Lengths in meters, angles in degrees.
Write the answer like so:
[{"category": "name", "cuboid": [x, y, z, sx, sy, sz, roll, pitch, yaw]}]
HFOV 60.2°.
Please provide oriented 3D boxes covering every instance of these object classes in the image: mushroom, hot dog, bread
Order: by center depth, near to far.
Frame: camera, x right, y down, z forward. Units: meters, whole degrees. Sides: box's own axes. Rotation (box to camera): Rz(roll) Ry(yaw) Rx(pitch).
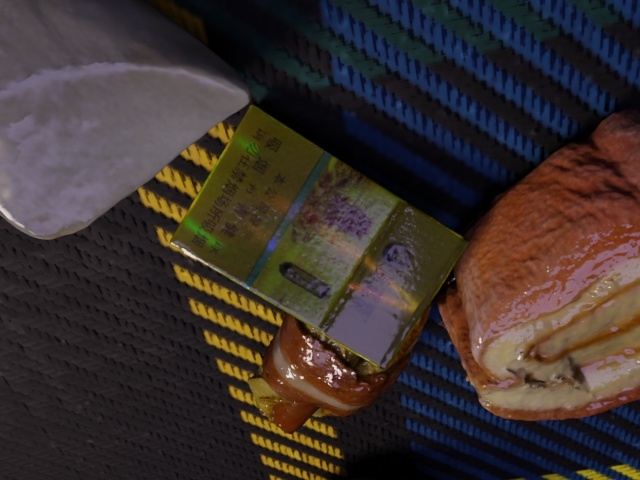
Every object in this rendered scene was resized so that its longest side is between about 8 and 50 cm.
[{"category": "mushroom", "cuboid": [-0.225, -0.190, 0.291, 0.177, 0.126, 0.397, -34, 118, 9]}, {"category": "bread", "cuboid": [0.206, 0.044, 0.451, 0.190, 0.123, 0.244, 38, 117, -24]}, {"category": "hot dog", "cuboid": [0.015, 0.107, 0.508, 0.123, 0.093, 0.261, 22, 121, -14]}]

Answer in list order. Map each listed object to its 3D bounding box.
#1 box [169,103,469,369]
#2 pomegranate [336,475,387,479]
[{"category": "box", "cuboid": [0.000, 0.000, 0.425, 0.193, 0.030, 0.121, 31, 95, -5]}, {"category": "pomegranate", "cuboid": [0.056, 0.407, 0.580, 0.242, 0.306, 0.242, 2, 106, 7]}]
